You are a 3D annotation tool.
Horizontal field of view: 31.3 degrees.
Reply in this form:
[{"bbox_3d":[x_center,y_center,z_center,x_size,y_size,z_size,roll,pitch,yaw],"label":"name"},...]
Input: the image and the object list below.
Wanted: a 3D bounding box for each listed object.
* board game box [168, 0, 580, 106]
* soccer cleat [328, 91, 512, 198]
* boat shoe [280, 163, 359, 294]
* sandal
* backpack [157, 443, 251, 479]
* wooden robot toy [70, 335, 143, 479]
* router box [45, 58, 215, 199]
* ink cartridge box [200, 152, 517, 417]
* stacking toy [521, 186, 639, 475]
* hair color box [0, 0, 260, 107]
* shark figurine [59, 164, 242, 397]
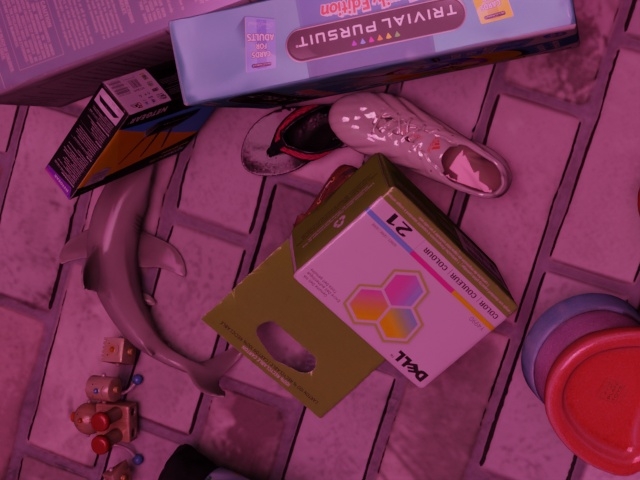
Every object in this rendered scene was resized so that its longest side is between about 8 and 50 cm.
[{"bbox_3d":[0.065,-0.189,1.056,0.335,0.254,0.079,-10,93,15],"label":"board game box"},{"bbox_3d":[0.100,-0.096,1.134,0.196,0.076,0.068,23,99,1],"label":"soccer cleat"},{"bbox_3d":[0.000,0.000,1.194,0.178,0.064,0.060,-56,48,20],"label":"boat shoe"},{"bbox_3d":[-0.004,-0.114,1.189,0.179,0.040,0.067,-15,93,14],"label":"sandal"},{"bbox_3d":[-0.038,0.407,1.157,0.355,0.273,0.290,20,93,-1],"label":"backpack"},{"bbox_3d":[-0.248,0.192,1.264,0.079,0.076,0.173,2,95,24],"label":"wooden robot toy"},{"bbox_3d":[-0.175,-0.120,1.141,0.046,0.179,0.133,50,128,7],"label":"router box"},{"bbox_3d":[0.034,0.071,1.133,0.255,0.097,0.189,-43,112,13],"label":"ink cartridge box"},{"bbox_3d":[0.363,0.084,1.112,0.279,0.130,0.309,30,105,-17],"label":"stacking toy"},{"bbox_3d":[-0.159,-0.243,1.140,0.374,0.185,0.114,-17,91,14],"label":"hair color box"},{"bbox_3d":[-0.206,0.059,1.219,0.166,0.116,0.278,-25,87,16],"label":"shark figurine"}]
